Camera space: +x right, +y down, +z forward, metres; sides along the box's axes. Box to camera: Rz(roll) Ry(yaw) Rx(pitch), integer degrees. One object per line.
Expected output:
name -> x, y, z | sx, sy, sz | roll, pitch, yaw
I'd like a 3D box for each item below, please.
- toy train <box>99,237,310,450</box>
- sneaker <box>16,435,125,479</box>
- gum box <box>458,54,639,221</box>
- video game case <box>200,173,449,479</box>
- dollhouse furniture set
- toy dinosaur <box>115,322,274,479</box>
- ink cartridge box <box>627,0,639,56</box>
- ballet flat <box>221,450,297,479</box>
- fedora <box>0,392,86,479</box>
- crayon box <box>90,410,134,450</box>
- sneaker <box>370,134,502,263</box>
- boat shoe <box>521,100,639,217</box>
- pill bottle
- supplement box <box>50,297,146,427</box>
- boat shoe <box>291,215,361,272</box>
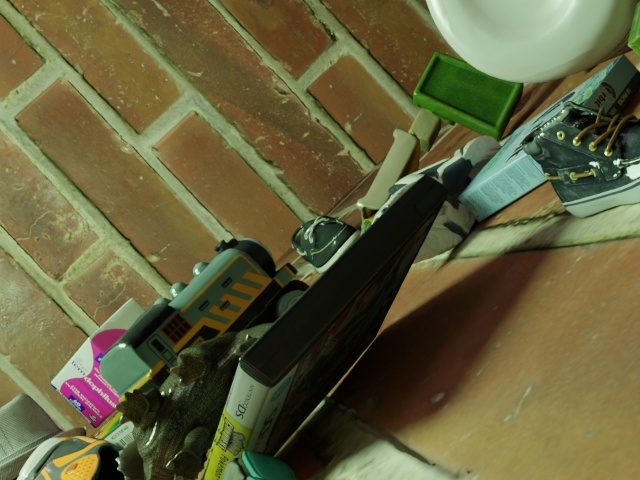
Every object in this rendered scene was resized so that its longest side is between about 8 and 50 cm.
toy train -> -0.133, 0.130, 1.336 | 0.142, 0.190, 0.334 | -38, 7, 47
sneaker -> -0.353, 0.389, 1.295 | 0.180, 0.124, 0.321 | -10, 47, 42
gum box -> 0.255, -0.112, 1.129 | 0.157, 0.041, 0.184 | -46, 6, -37
video game case -> 0.001, 0.096, 0.920 | 0.275, 0.035, 0.248 | -44, -17, -38
dollhouse furniture set -> 0.190, -0.118, 1.637 | 0.301, 0.151, 0.197 | -62, -12, -13
toy dinosaur -> -0.112, 0.146, 0.990 | 0.313, 0.121, 0.160 | -57, 1, -6
ink cartridge box -> 0.368, -0.217, 0.763 | 0.255, 0.097, 0.189 | -42, 5, 29
ballet flat -> -0.037, 0.201, 0.731 | 0.213, 0.072, 0.068 | 157, 132, -80
fedora -> -0.495, 0.321, 1.572 | 0.244, 0.124, 0.275 | -29, -7, -16
crayon box -> -0.222, 0.247, 1.557 | 0.313, 0.106, 0.363 | -47, 5, -40
sneaker -> 0.119, -0.028, 1.228 | 0.235, 0.094, 0.153 | -46, 4, -33
boat shoe -> 0.223, -0.074, 0.778 | 0.065, 0.083, 0.183 | -45, 5, -22
pill bottle -> 0.305, -0.313, 1.083 | 0.408, 0.229, 0.229 | -25, -10, -47
supplement box -> -0.337, 0.202, 1.647 | 0.114, 0.111, 0.220 | -46, 2, -41
boat shoe -> 0.000, 0.000, 2.016 | 0.114, 0.091, 0.302 | -45, 4, -15
